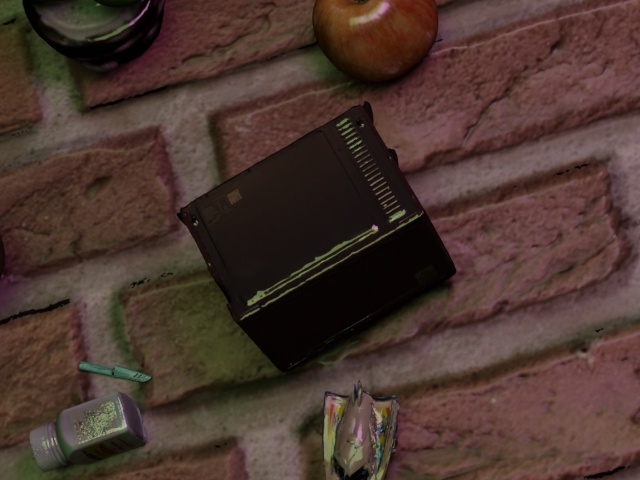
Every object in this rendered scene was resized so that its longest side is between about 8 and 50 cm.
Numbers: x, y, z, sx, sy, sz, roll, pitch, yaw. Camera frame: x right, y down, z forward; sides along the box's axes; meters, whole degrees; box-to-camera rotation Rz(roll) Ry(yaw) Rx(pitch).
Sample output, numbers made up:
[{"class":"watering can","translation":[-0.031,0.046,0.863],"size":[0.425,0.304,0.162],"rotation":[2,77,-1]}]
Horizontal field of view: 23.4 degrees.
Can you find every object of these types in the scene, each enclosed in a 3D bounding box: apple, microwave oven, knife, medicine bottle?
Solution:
[{"class":"apple","translation":[0.062,-0.259,1.809],"size":[0.146,0.131,0.146],"rotation":[-6,70,16]},{"class":"microwave oven","translation":[0.000,0.001,1.704],"size":[0.247,0.188,0.178],"rotation":[-31,62,4]},{"class":"knife","translation":[-0.238,0.152,1.791],"size":[0.091,0.005,0.014],"rotation":[11,75,14]},{"class":"medicine bottle","translation":[-0.263,0.218,1.736],"size":[0.118,0.074,0.055],"rotation":[-19,69,4]}]

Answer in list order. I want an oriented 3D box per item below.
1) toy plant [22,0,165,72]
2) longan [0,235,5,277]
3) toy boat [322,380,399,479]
[{"class":"toy plant","translation":[-0.287,-0.312,1.841],"size":[0.218,0.235,0.175],"rotation":[8,72,14]},{"class":"longan","translation":[-0.489,0.015,1.776],"size":[0.246,0.246,0.215],"rotation":[18,89,17]},{"class":"toy boat","translation":[0.038,0.259,1.667],"size":[0.084,0.066,0.210],"rotation":[3,72,14]}]
